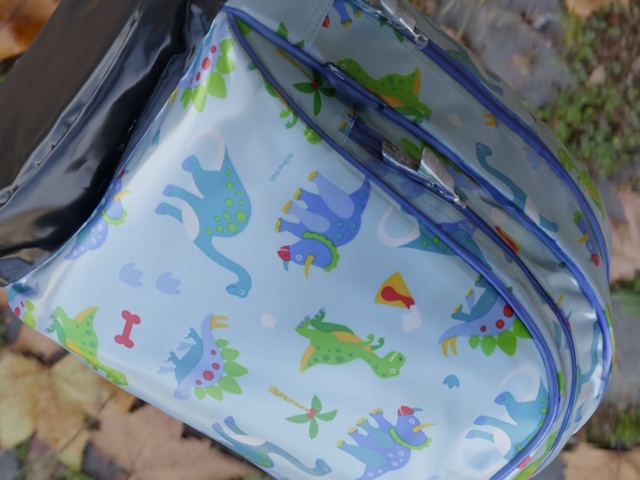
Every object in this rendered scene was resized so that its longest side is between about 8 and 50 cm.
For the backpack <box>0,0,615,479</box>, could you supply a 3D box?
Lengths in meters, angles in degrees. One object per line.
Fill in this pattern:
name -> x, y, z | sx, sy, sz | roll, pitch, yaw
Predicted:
backpack -> 0.000, 0.000, 0.979 | 0.355, 0.273, 0.290 | 29, 120, -26
